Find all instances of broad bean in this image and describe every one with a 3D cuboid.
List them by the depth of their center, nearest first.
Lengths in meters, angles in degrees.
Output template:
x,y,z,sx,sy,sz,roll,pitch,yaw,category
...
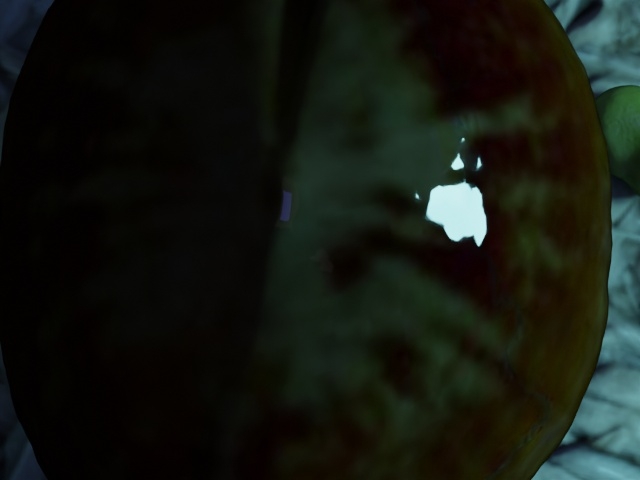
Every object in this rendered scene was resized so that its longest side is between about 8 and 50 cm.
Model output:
x,y,z,sx,sy,sz,roll,pitch,yaw,category
0.222,-0.070,1.357,0.063,0.045,0.083,-30,86,2,broad bean

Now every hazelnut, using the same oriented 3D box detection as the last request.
x,y,z,sx,sy,sz,roll,pitch,yaw,category
0.000,0.000,1.164,0.402,0.402,0.429,14,80,-9,hazelnut
